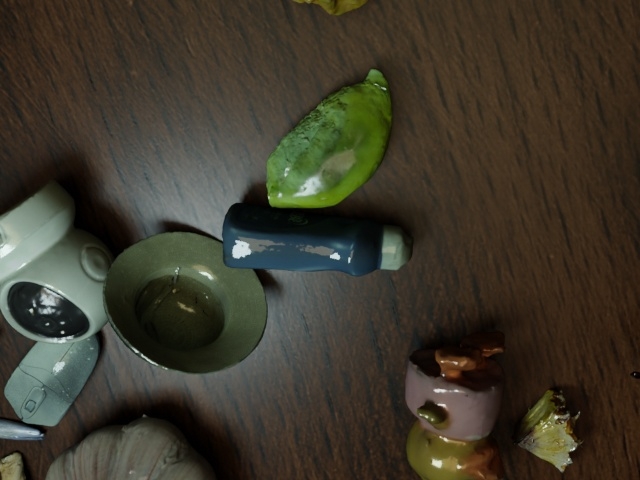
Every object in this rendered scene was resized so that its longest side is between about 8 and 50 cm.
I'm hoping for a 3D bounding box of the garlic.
[{"bbox_3d":[-0.303,0.451,1.409,0.322,0.241,0.322,-5,109,-16],"label":"garlic"}]

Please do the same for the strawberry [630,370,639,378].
[{"bbox_3d":[0.610,0.154,1.286,0.234,0.234,0.178,21,77,-1],"label":"strawberry"}]

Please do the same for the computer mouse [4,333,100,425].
[{"bbox_3d":[-0.458,0.233,1.432,0.113,0.068,0.229,36,105,-3],"label":"computer mouse"}]

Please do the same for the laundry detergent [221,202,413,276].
[{"bbox_3d":[0.000,0.000,1.295,0.290,0.143,0.094,3,103,0],"label":"laundry detergent"}]

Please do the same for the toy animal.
[{"bbox_3d":[0.209,0.288,1.345,0.169,0.195,0.281,6,105,45],"label":"toy animal"}]

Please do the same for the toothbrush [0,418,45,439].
[{"bbox_3d":[-0.688,0.320,1.493,0.413,0.042,0.035,5,105,1],"label":"toothbrush"}]

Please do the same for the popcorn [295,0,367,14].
[{"bbox_3d":[0.007,-0.428,1.154,0.250,0.190,0.250,3,111,8],"label":"popcorn"}]

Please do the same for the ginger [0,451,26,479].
[{"bbox_3d":[-0.575,0.516,1.517,0.089,0.075,0.288,4,108,-39],"label":"ginger"}]

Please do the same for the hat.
[{"bbox_3d":[-0.224,0.123,1.335,0.257,0.257,0.130,30,137,-3],"label":"hat"}]

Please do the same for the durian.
[{"bbox_3d":[0.020,-0.135,1.274,0.250,0.101,0.139,-37,98,13],"label":"durian"}]

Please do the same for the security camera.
[{"bbox_3d":[-0.418,0.048,1.323,0.194,0.194,0.236,-31,106,12],"label":"security camera"}]

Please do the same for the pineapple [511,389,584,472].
[{"bbox_3d":[0.369,0.317,1.382,0.116,0.069,0.137,-10,105,7],"label":"pineapple"}]
